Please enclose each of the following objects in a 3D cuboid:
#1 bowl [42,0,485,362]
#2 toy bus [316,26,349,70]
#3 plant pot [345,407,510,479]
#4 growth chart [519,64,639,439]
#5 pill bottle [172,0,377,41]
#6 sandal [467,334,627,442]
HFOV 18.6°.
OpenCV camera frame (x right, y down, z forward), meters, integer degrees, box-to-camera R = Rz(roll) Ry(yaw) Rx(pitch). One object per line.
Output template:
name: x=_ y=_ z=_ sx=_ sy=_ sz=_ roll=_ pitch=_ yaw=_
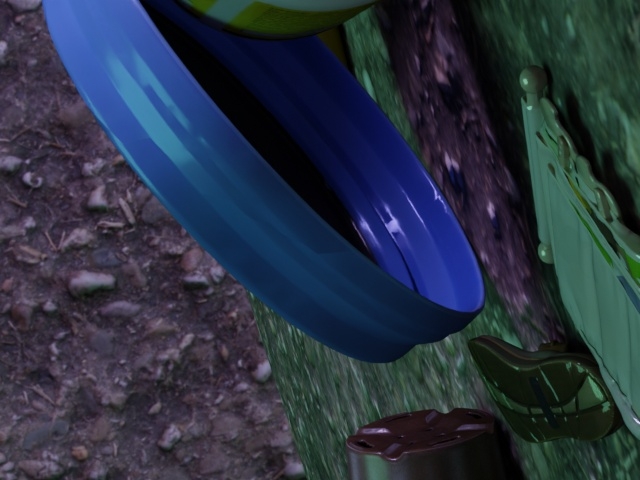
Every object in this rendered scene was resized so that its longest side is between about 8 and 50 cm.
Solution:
bowl: x=-0.040 y=-0.076 z=1.363 sx=0.391 sy=0.077 sz=0.391 roll=45 pitch=-165 yaw=-16
toy bus: x=-0.040 y=-0.177 z=1.748 sx=0.130 sy=0.108 sz=0.332 roll=-127 pitch=20 yaw=-64
plant pot: x=0.094 y=0.232 z=1.602 sx=0.167 sy=0.167 sz=0.165 roll=-141 pitch=40 yaw=-77
growth chart: x=0.161 y=0.027 z=1.084 sx=0.172 sy=0.021 sz=0.237 roll=81 pitch=168 yaw=-50
pill bottle: x=-0.011 y=-0.217 z=1.102 sx=0.334 sy=0.188 sz=0.188 roll=-169 pitch=61 yaw=-81
sandal: x=0.151 y=0.090 z=1.238 sx=0.072 sy=0.049 sz=0.180 roll=67 pitch=159 yaw=-8
